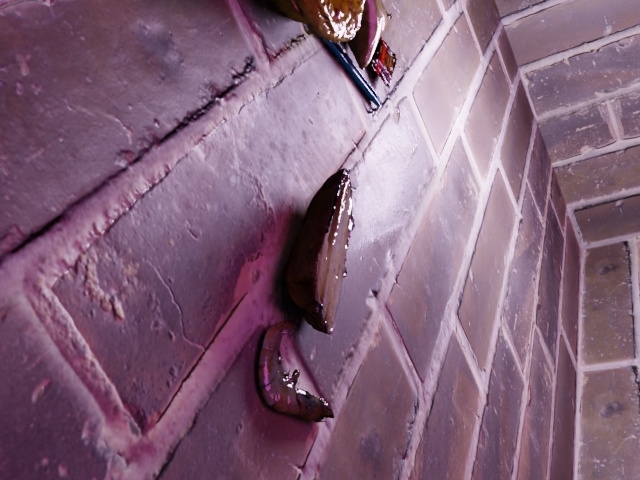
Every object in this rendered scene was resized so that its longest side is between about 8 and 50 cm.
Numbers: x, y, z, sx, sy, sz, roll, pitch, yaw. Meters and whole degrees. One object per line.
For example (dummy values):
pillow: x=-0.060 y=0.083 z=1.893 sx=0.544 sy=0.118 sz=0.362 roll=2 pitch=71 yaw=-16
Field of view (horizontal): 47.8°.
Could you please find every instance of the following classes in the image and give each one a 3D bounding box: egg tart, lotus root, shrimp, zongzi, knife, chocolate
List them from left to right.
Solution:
shrimp: x=-0.031 y=0.196 z=1.095 sx=0.195 sy=0.035 sz=0.148 roll=37 pitch=43 yaw=-48
egg tart: x=-0.028 y=-0.521 z=1.357 sx=0.341 sy=0.129 sz=0.341 roll=37 pitch=46 yaw=-51
lotus root: x=0.000 y=-0.001 z=1.211 sx=0.329 sy=0.078 sz=0.167 roll=-75 pitch=163 yaw=-46
knife: x=0.061 y=-0.386 z=1.561 sx=0.296 sy=0.026 sz=0.044 roll=40 pitch=31 yaw=-46
zongzi: x=0.075 y=-0.491 z=1.570 sx=0.194 sy=0.099 sz=0.197 roll=54 pitch=38 yaw=-36
chocolate: x=0.152 y=-0.437 z=1.755 sx=0.086 sy=0.028 sz=0.183 roll=47 pitch=37 yaw=-29
